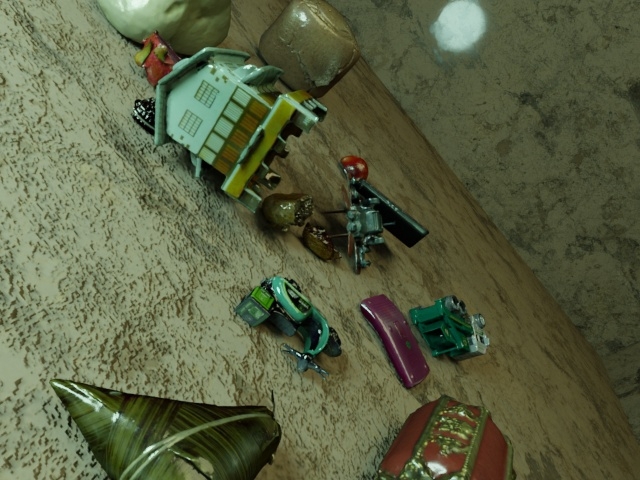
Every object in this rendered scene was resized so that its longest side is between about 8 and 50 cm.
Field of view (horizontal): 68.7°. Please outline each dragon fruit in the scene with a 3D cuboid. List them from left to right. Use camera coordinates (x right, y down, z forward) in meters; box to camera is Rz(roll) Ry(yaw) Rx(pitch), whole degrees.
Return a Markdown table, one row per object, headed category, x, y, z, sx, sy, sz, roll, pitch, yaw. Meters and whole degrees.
| category | x | y | z | sx | sy | sz | roll | pitch | yaw |
| --- | --- | --- | --- | --- | --- | --- | --- | --- | --- |
| dragon fruit | -0.281 | -0.308 | 0.837 | 0.112 | 0.068 | 0.126 | 52 | 6 | -41 |

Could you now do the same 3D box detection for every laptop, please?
| category | x | y | z | sx | sy | sz | roll | pitch | yaw |
| --- | --- | --- | --- | --- | --- | --- | --- | --- | --- |
| laptop | 0.166 | -0.063 | 1.162 | 0.207 | 0.026 | 0.154 | 39 | -10 | 5 |

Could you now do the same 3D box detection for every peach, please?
| category | x | y | z | sx | sy | sz | roll | pitch | yaw |
| --- | --- | --- | --- | --- | --- | --- | --- | --- | --- |
| peach | 0.102 | -0.206 | 1.335 | 0.098 | 0.061 | 0.098 | 47 | 20 | -23 |

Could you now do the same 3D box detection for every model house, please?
| category | x | y | z | sx | sy | sz | roll | pitch | yaw |
| --- | --- | --- | --- | --- | --- | --- | --- | --- | --- |
| model house | -0.128 | -0.197 | 0.766 | 0.215 | 0.198 | 0.224 | 37 | 21 | -7 |

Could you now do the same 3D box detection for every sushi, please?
| category | x | y | z | sx | sy | sz | roll | pitch | yaw |
| --- | --- | --- | --- | --- | --- | --- | --- | --- | --- |
| sushi | 0.000 | 0.000 | 0.915 | 0.099 | 0.047 | 0.050 | 39 | 25 | -29 |

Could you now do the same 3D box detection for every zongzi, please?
| category | x | y | z | sx | sy | sz | roll | pitch | yaw |
| --- | --- | --- | --- | --- | --- | --- | --- | --- | --- |
| zongzi | -0.131 | 0.171 | 0.453 | 0.184 | 0.084 | 0.187 | 46 | 17 | 10 |

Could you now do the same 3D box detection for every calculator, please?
| category | x | y | z | sx | sy | sz | roll | pitch | yaw |
| --- | --- | --- | --- | --- | --- | --- | --- | --- | --- |
| calculator | 0.154 | 0.194 | 0.936 | 0.127 | 0.034 | 0.190 | 0 | 57 | -61 |

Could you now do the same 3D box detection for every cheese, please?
| category | x | y | z | sx | sy | sz | roll | pitch | yaw |
| --- | --- | --- | --- | --- | --- | --- | --- | --- | --- |
| cheese | -0.299 | -0.466 | 0.929 | 0.174 | 0.251 | 0.248 | 41 | -12 | 7 |

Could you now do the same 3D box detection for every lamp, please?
| category | x | y | z | sx | sy | sz | roll | pitch | yaw |
| --- | --- | --- | --- | --- | --- | --- | --- | --- | --- |
| lamp | 0.175 | 0.329 | 0.646 | 0.177 | 0.177 | 0.274 | 57 | 24 | 10 |

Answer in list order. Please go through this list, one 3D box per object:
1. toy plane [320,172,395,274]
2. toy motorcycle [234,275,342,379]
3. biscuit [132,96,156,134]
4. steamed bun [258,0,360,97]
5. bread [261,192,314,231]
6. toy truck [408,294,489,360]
| category | x | y | z | sx | sy | sz | roll | pitch | yaw |
| --- | --- | --- | --- | --- | --- | --- | --- | --- | --- |
| toy plane | 0.109 | -0.037 | 1.079 | 0.326 | 0.105 | 0.222 | 1 | 82 | -63 |
| toy motorcycle | -0.036 | 0.125 | 0.685 | 0.173 | 0.058 | 0.100 | 45 | 33 | -11 |
| biscuit | -0.270 | -0.208 | 0.760 | 0.087 | 0.027 | 0.089 | 14 | 46 | -55 |
| steamed bun | -0.018 | -0.560 | 1.416 | 0.301 | 0.252 | 0.199 | 3 | 64 | -53 |
| bread | -0.063 | -0.053 | 0.851 | 0.113 | 0.082 | 0.060 | -32 | 125 | -62 |
| toy truck | 0.302 | 0.214 | 1.080 | 0.216 | 0.110 | 0.116 | 30 | 46 | -39 |
